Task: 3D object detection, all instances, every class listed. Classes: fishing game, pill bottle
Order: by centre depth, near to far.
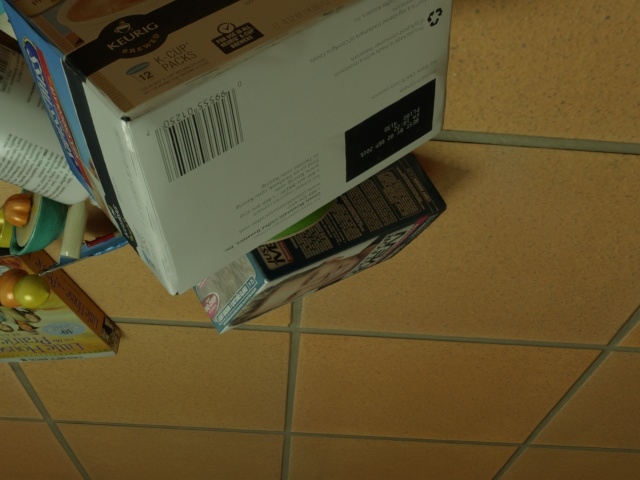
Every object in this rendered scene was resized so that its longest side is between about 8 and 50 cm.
[{"bbox_3d":[-0.362,-0.143,1.066,0.283,0.160,0.160,24,142,-30],"label":"pill bottle"},{"bbox_3d":[-0.358,-0.002,1.329,0.189,0.041,0.264,-25,-178,-33],"label":"fishing game"}]

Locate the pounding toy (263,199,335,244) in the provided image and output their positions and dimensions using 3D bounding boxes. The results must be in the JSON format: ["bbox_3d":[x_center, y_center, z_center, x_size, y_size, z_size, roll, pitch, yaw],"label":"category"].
[{"bbox_3d":[-0.105,-0.083,0.977,0.236,0.183,0.110,-3,121,16],"label":"pounding toy"}]

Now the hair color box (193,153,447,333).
[{"bbox_3d":[0.000,0.000,1.156,0.347,0.105,0.174,-21,163,-37],"label":"hair color box"}]

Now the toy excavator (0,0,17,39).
[{"bbox_3d":[-0.354,-0.252,0.806,0.432,0.222,0.445,-30,150,10],"label":"toy excavator"}]

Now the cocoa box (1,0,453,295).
[{"bbox_3d":[-0.074,-0.165,0.784,0.347,0.228,0.231,-33,146,-21],"label":"cocoa box"}]

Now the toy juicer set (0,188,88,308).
[{"bbox_3d":[-0.442,-0.009,1.238,0.089,0.209,0.329,15,147,-35],"label":"toy juicer set"}]

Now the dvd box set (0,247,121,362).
[{"bbox_3d":[-0.623,0.125,1.600,0.307,0.062,0.420,-4,147,11],"label":"dvd box set"}]
